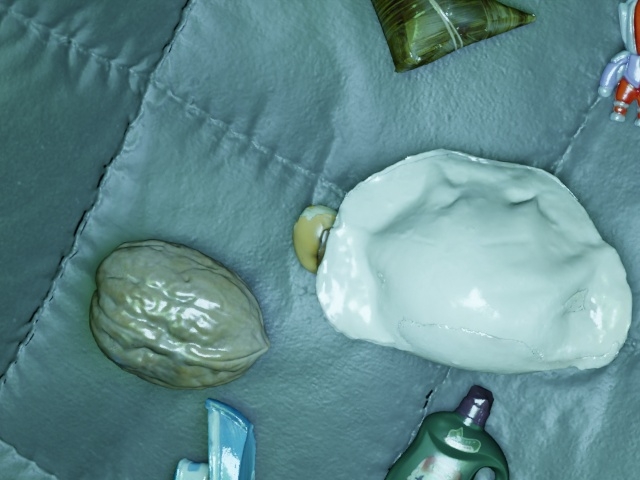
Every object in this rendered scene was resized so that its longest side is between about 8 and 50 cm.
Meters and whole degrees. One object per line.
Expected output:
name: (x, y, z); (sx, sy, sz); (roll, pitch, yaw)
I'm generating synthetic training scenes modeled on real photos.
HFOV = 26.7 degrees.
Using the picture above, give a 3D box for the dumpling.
dumpling: (0.189, 0.025, 1.599); (0.341, 0.181, 0.260); (5, 83, 29)

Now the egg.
egg: (0.000, 0.000, 1.670); (0.071, 0.071, 0.083); (16, 106, 7)

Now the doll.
doll: (0.399, -0.248, 1.609); (0.102, 0.075, 0.228); (10, 103, -7)

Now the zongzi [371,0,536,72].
zongzi: (0.145, -0.318, 1.645); (0.184, 0.084, 0.187); (-21, 84, -7)

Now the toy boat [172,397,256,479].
toy boat: (-0.140, 0.304, 1.687); (0.102, 0.088, 0.215); (6, 94, 11)

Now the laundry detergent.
laundry detergent: (0.164, 0.287, 1.655); (0.144, 0.078, 0.222); (29, 93, 4)

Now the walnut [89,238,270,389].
walnut: (-0.171, 0.096, 1.651); (0.230, 0.178, 0.178); (18, 94, 2)
